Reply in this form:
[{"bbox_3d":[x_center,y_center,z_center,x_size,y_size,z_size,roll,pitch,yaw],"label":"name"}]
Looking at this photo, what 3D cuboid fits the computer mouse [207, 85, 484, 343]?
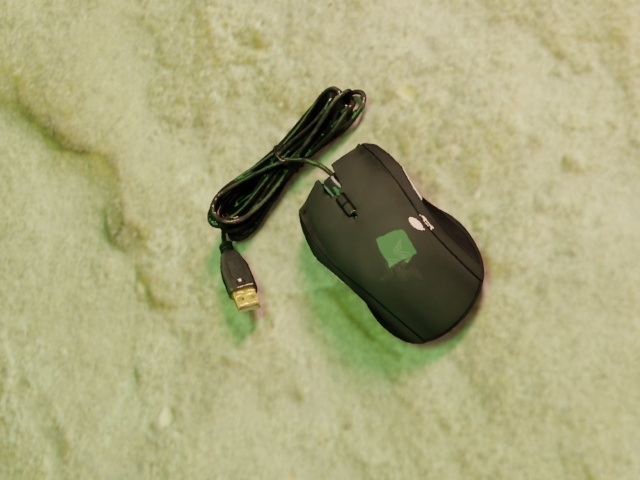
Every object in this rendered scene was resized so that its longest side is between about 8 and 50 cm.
[{"bbox_3d":[0.000,0.000,1.226,0.184,0.060,0.262,-43,48,11],"label":"computer mouse"}]
